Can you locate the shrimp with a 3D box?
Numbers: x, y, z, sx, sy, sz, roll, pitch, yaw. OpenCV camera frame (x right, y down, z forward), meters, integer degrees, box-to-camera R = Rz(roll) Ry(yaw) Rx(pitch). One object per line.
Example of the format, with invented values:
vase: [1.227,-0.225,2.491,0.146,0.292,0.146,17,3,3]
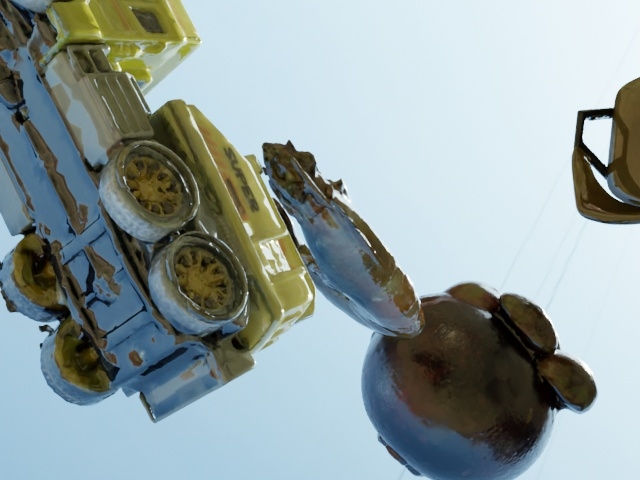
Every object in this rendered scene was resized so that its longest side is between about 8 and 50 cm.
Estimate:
shrimp: [-0.001,0.002,0.686,0.143,0.251,0.052,23,-116,37]

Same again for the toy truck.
toy truck: [-0.103,-0.045,0.508,0.157,0.124,0.272,-18,-103,-55]

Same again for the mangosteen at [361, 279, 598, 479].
mangosteen: [0.139,0.136,0.868,0.210,0.210,0.210,8,-136,-8]

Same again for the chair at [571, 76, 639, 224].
chair: [0.355,-0.083,0.893,0.159,0.172,0.247,10,179,44]
